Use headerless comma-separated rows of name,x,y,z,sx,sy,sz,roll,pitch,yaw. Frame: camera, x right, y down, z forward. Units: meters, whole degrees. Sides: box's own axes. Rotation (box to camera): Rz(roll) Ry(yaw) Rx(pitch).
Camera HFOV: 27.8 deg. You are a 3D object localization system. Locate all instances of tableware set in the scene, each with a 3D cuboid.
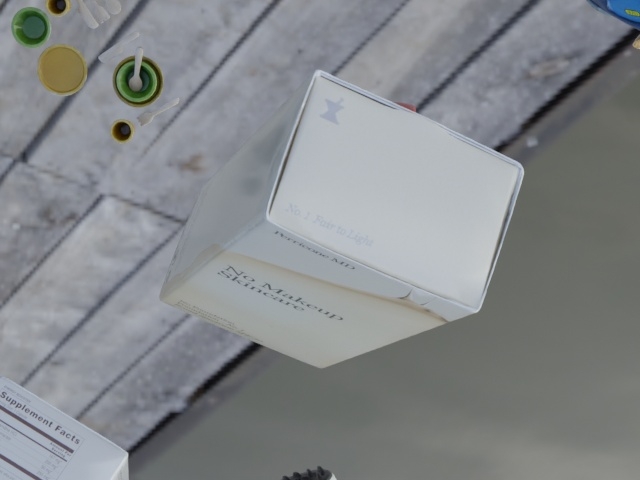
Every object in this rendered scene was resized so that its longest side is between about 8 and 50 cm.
tableware set,-0.211,-0.161,1.190,0.104,0.024,0.154,-32,97,9

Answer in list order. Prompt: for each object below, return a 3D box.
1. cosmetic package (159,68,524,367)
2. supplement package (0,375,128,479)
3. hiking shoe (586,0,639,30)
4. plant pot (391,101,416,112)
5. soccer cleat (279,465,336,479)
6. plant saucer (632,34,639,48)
cosmetic package,0.000,0.000,0.952,0.160,0.113,0.309,24,162,-12
supplement package,-0.287,0.266,1.123,0.134,0.244,0.139,31,158,5
hiking shoe,0.151,-0.216,0.848,0.132,0.304,0.113,-15,138,-37
plant pot,0.039,-0.102,1.807,0.174,0.191,0.191,4,143,1
soccer cleat,-0.097,0.368,1.574,0.318,0.108,0.116,-21,96,32
plant saucer,0.395,-0.231,1.461,0.083,0.015,0.083,-1,175,0
